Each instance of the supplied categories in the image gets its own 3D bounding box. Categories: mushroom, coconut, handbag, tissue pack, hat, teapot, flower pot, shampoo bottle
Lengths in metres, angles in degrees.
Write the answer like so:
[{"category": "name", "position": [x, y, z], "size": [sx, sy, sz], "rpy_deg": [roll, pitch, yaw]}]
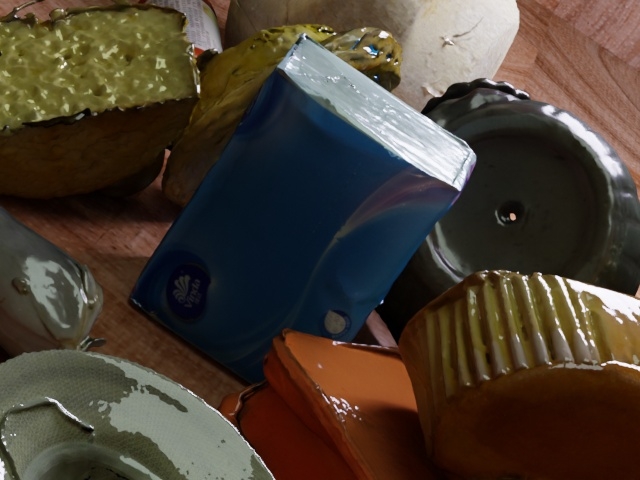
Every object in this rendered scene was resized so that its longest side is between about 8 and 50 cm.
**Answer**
[{"category": "mushroom", "position": [-0.267, 0.005, 1.385], "size": [0.278, 0.099, 0.096], "rpy_deg": [44, 18, 28]}, {"category": "coconut", "position": [0.059, -0.273, 2.091], "size": [0.360, 0.346, 0.346], "rpy_deg": [39, 11, -51]}, {"category": "handbag", "position": [0.112, 0.249, 1.408], "size": [0.303, 0.116, 0.410], "rpy_deg": [14, 31, -47]}, {"category": "tissue pack", "position": [-0.016, -0.013, 1.542], "size": [0.198, 0.263, 0.146], "rpy_deg": [34, 23, -3]}, {"category": "hat", "position": [-0.146, 0.199, 1.143], "size": [0.252, 0.110, 0.252], "rpy_deg": [25, 33, -17]}, {"category": "teapot", "position": [-0.201, -0.085, 1.686], "size": [0.098, 0.078, 0.129], "rpy_deg": [-23, 45, -11]}, {"category": "flower pot", "position": [0.169, -0.003, 1.704], "size": [0.302, 0.302, 0.213], "rpy_deg": [42, -11, 17]}, {"category": "shampoo bottle", "position": [-0.156, -0.183, 1.895], "size": [0.104, 0.104, 0.278], "rpy_deg": [26, 24, -21]}]

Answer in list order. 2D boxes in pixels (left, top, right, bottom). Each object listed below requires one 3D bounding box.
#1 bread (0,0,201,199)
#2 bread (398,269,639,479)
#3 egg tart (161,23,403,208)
[{"category": "bread", "position": [-0.241, -0.120, 1.575], "size": [0.261, 0.147, 0.160], "rpy_deg": [-14, 53, -17]}, {"category": "bread", "position": [0.205, 0.143, 1.377], "size": [0.288, 0.204, 0.156], "rpy_deg": [23, 42, -29]}, {"category": "egg tart", "position": [-0.049, -0.141, 1.705], "size": [0.107, 0.291, 0.291], "rpy_deg": [56, 27, 14]}]
